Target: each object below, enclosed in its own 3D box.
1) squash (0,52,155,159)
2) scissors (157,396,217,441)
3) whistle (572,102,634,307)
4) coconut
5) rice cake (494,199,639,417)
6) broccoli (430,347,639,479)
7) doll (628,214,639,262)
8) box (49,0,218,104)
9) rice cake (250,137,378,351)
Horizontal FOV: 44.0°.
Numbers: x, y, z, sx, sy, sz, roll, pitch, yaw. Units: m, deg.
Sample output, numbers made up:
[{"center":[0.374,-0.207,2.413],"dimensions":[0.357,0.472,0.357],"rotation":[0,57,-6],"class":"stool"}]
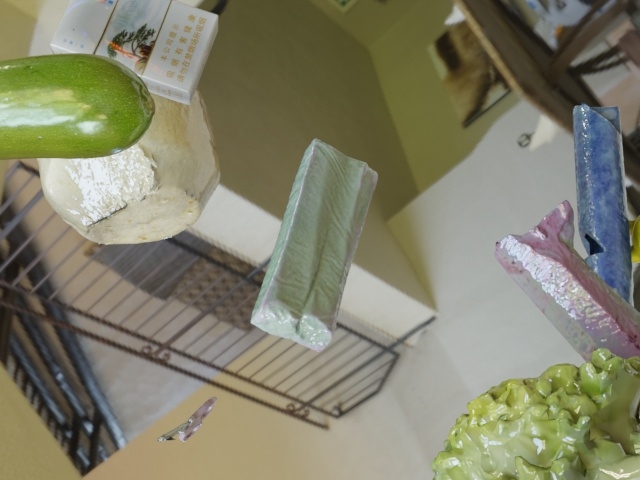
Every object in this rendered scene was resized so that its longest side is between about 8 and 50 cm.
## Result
[{"center":[-0.204,-0.083,0.503],"dimensions":[0.066,0.201,0.066],"rotation":[-1,-90,-82],"class":"squash"},{"center":[-0.254,0.350,1.481],"dimensions":[0.021,0.110,0.212],"rotation":[37,-173,9],"class":"scissors"},{"center":[0.341,-0.041,0.959],"dimensions":[0.062,0.062,0.304],"rotation":[31,-127,-35],"class":"whistle"},{"center":[-0.381,-0.190,1.547],"dimensions":[0.346,0.346,0.360],"rotation":[13,-126,-52],"class":"coconut"},{"center":[0.269,0.090,0.666],"dimensions":[0.290,0.081,0.051],"rotation":[49,-156,12],"class":"rice cake"},{"center":[0.225,0.196,0.469],"dimensions":[0.293,0.280,0.347],"rotation":[24,-147,-4],"class":"broccoli"},{"center":[0.436,-0.013,0.916],"dimensions":[0.062,0.163,0.106],"rotation":[41,-130,-36],"class":"doll"},{"center":[-0.301,-0.333,1.300],"dimensions":[0.233,0.067,0.149],"rotation":[18,-107,-4],"class":"box"},{"center":[-0.001,0.000,0.748],"dimensions":[0.080,0.042,0.221],"rotation":[30,-130,-16],"class":"rice cake"}]
